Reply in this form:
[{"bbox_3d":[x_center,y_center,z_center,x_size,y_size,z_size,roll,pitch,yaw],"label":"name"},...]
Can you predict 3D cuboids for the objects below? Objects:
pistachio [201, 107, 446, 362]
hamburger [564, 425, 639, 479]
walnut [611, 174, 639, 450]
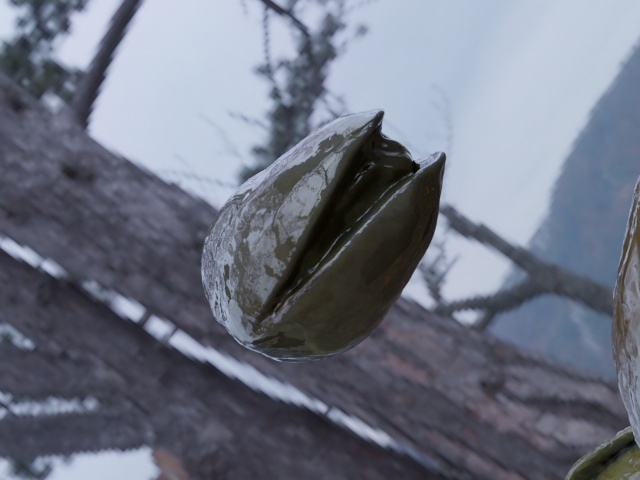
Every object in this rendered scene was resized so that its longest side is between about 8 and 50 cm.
[{"bbox_3d":[0.000,0.000,1.001,0.136,0.136,0.226,-47,-2,-42],"label":"pistachio"},{"bbox_3d":[0.222,0.222,0.864,0.265,0.134,0.285,19,75,54],"label":"hamburger"},{"bbox_3d":[0.277,0.018,0.652,0.306,0.306,0.344,-33,-39,-71],"label":"walnut"}]
